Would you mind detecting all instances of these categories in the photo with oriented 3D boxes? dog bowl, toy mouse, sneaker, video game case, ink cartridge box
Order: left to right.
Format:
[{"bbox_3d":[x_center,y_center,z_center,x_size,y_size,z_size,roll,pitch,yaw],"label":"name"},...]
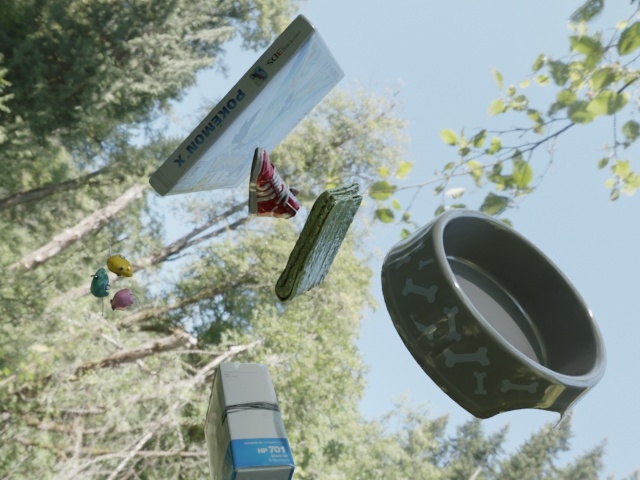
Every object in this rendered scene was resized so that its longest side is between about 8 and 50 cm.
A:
[{"bbox_3d":[-0.427,0.100,1.044,0.161,0.031,0.143,42,-71,23],"label":"toy mouse"},{"bbox_3d":[-0.105,0.282,0.708,0.190,0.082,0.139,-118,-141,-59],"label":"ink cartridge box"},{"bbox_3d":[-0.093,-0.191,0.818,0.036,0.300,0.329,46,12,1],"label":"video game case"},{"bbox_3d":[-0.055,-0.068,0.647,0.067,0.042,0.118,9,-34,-2],"label":"sneaker"},{"bbox_3d":[0.260,0.095,0.751,0.348,0.349,0.102,47,-53,14],"label":"dog bowl"}]

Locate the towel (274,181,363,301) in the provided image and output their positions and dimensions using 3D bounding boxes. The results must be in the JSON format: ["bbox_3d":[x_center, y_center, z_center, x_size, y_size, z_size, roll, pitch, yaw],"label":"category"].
[{"bbox_3d":[0.000,0.000,0.613,0.027,0.110,0.148,30,-71,18],"label":"towel"}]
